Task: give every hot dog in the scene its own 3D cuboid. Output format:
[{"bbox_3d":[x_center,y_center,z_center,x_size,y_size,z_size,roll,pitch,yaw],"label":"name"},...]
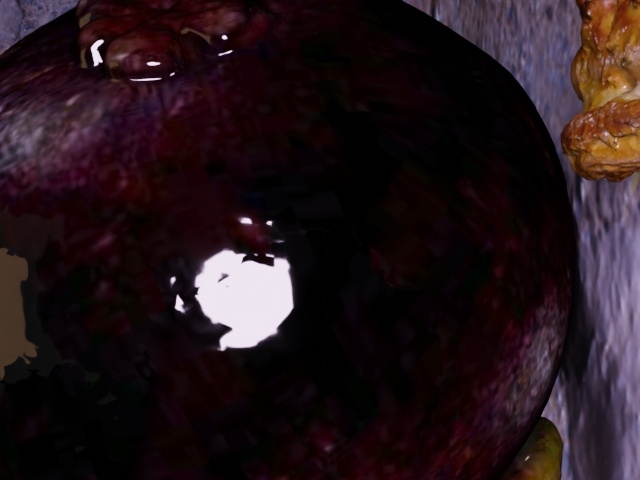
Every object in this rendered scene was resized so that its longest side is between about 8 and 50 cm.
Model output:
[{"bbox_3d":[0.144,-0.074,0.581,0.147,0.065,0.099,160,118,-79],"label":"hot dog"}]

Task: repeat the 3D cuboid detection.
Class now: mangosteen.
[{"bbox_3d":[-0.037,0.060,0.767,0.382,0.382,0.435,-111,7,-57],"label":"mangosteen"}]
